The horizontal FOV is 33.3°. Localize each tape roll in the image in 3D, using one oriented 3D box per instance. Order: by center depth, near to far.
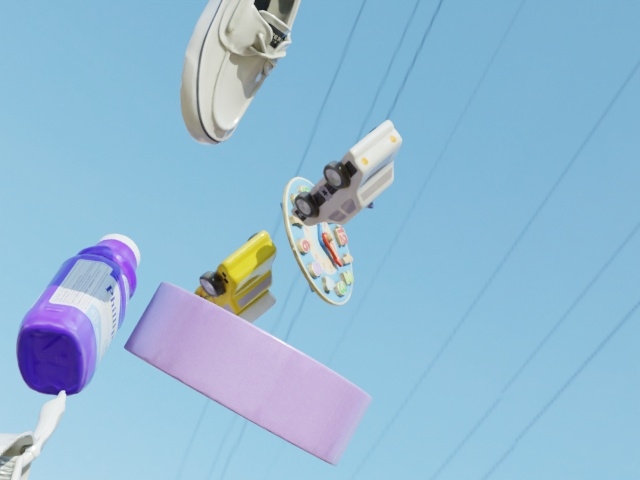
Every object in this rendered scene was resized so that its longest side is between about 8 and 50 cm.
[{"bbox_3d":[-0.082,0.151,1.211,0.275,0.090,0.275,29,-10,5],"label":"tape roll"}]

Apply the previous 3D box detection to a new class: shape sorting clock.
[{"bbox_3d":[0.000,0.000,1.627,0.040,0.206,0.206,-21,-54,18],"label":"shape sorting clock"}]

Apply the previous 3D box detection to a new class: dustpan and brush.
[{"bbox_3d":[-0.275,0.203,0.950,0.060,0.211,0.147,11,-56,-7],"label":"dustpan and brush"}]

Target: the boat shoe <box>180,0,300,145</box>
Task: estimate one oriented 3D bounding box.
[{"bbox_3d":[-0.074,-0.230,1.188,0.088,0.267,0.096,9,-18,36],"label":"boat shoe"}]

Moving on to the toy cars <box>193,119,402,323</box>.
[{"bbox_3d":[-0.031,0.001,1.354,0.393,0.176,0.087,-41,-91,17],"label":"toy cars"}]

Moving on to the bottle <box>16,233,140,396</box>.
[{"bbox_3d":[-0.295,0.080,1.352,0.092,0.283,0.118,6,-65,4],"label":"bottle"}]
